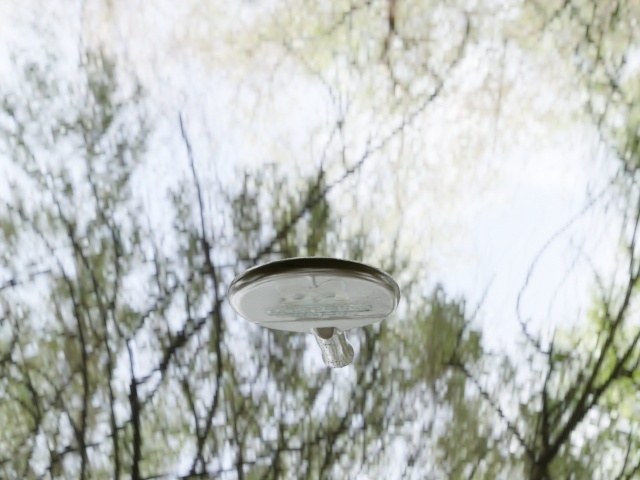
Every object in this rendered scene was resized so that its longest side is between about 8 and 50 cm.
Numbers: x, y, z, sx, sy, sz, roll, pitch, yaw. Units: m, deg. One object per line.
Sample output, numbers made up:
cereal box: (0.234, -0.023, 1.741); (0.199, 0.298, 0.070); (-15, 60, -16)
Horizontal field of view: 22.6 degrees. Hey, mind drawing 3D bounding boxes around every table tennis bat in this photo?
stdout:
table tennis bat: (0.000, 0.000, 1.040); (0.107, 0.170, 0.119); (-3, -114, 7)
